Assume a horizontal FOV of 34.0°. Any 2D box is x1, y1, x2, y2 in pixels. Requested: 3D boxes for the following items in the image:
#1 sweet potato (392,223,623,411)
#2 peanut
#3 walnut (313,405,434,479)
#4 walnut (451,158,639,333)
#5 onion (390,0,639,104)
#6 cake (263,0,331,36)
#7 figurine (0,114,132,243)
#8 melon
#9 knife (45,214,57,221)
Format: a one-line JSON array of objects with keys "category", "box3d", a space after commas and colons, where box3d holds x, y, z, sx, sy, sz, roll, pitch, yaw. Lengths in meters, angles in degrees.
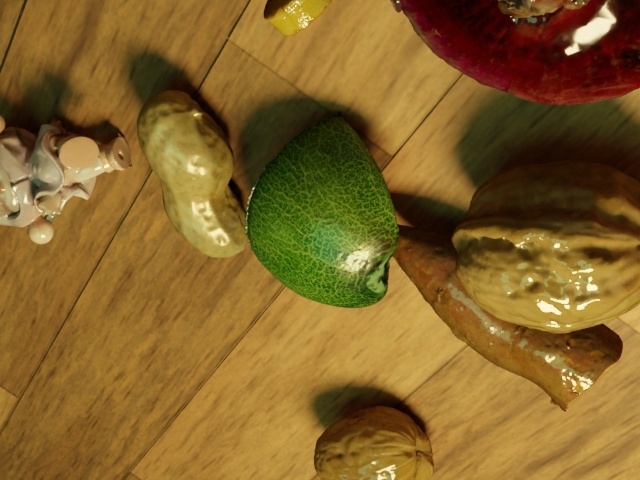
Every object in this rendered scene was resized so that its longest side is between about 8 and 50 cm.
[{"category": "sweet potato", "box3d": [0.209, 0.075, 1.317, 0.336, 0.131, 0.131, 35, 135, 8]}, {"category": "peanut", "box3d": [-0.164, -0.079, 1.379, 0.117, 0.101, 0.263, 21, 138, 37]}, {"category": "walnut", "box3d": [0.076, 0.330, 1.583, 0.184, 0.155, 0.155, -18, 118, 31]}, {"category": "walnut", "box3d": [0.263, 0.006, 1.172, 0.245, 0.198, 0.198, 4, 129, 28]}, {"category": "onion", "box3d": [0.212, -0.267, 0.905, 0.347, 0.285, 0.348, 7, 124, 10]}, {"category": "cake", "box3d": [-0.024, -0.267, 1.160, 0.084, 0.084, 0.044, -22, 124, 38]}, {"category": "figurine", "box3d": [-0.400, -0.098, 1.463, 0.276, 0.133, 0.200, -11, 110, 28]}, {"category": "melon", "box3d": [0.000, 0.000, 1.299, 0.169, 0.129, 0.265, 49, 145, 37]}, {"category": "knife", "box3d": [-0.408, -0.042, 1.600, 0.014, 0.005, 0.091, 37, 134, -5]}]
